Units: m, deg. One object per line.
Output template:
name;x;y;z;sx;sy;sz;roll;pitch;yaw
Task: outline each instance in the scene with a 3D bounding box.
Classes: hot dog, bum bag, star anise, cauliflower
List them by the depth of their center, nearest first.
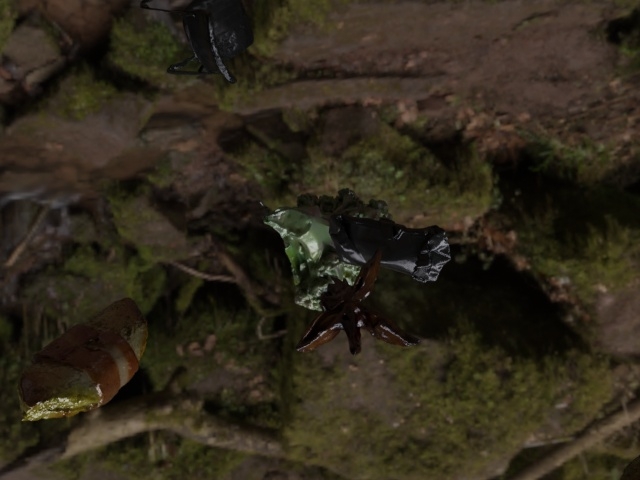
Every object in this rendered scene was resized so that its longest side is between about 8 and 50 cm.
star anise;0.040;0.107;1.142;0.158;0.141;0.144;-11;153;-2
hot dog;-0.323;0.179;1.165;0.123;0.093;0.261;19;-147;23
bum bag;0.097;0.011;1.247;0.197;0.087;0.049;11;-149;26
cauliflower;0.000;0.000;1.610;0.238;0.257;0.315;19;171;39

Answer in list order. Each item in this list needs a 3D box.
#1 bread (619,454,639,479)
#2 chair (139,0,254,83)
bread;0.592;0.360;1.201;0.376;0.208;0.251;-41;174;40
chair;-0.180;-0.360;1.431;0.145;0.140;0.221;-36;-145;-23
